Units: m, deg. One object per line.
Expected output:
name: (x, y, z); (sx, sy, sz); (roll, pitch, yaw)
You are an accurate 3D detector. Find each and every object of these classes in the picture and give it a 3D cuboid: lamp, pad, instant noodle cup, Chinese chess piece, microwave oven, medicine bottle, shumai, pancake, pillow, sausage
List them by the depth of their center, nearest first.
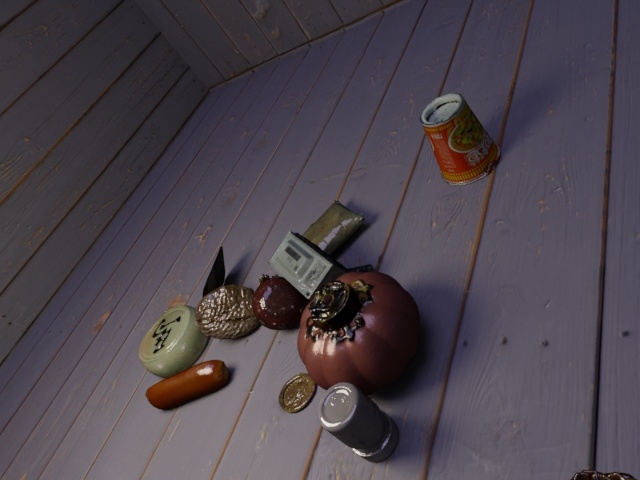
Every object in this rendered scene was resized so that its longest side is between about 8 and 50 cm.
medicine bottle: (0.077, 0.371, 1.018); (0.105, 0.168, 0.105); (-26, 36, 21)
lamp: (0.076, 0.199, 1.149); (0.305, 0.239, 0.305); (-25, 37, 21)
pancake: (-0.060, 0.387, 1.275); (0.115, 0.011, 0.115); (-25, 36, 20)
microwave oven: (-0.019, 0.083, 1.405); (0.208, 0.162, 0.122); (36, 92, 42)
instant noodle cup: (0.390, -0.298, 1.431); (0.193, 0.212, 0.193); (-26, 37, 21)
lamp: (-0.118, 0.185, 1.457); (0.156, 0.135, 0.157); (15, 74, 4)
sausage: (-0.401, 0.433, 1.487); (0.300, 0.089, 0.083); (-28, 42, 18)
shumai: (-0.282, 0.220, 1.590); (0.206, 0.166, 0.175); (-9, 0, 1)
pillow: (0.000, 0.000, 1.598); (0.302, 0.075, 0.185); (-46, 36, -4)
pad: (-0.332, 0.092, 1.658); (0.250, 0.055, 0.323); (-80, 13, -50)
Chinese chess piece: (-0.491, 0.335, 1.675); (0.250, 0.101, 0.250); (-26, 35, 21)

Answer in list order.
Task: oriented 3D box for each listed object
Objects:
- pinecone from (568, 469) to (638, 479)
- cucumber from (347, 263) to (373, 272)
pinecone: (0.398, 0.392, 0.685); (0.163, 0.165, 0.163); (-23, 42, 23)
cucumber: (0.089, 0.094, 1.441); (0.133, 0.032, 0.032); (-13, 43, 34)
